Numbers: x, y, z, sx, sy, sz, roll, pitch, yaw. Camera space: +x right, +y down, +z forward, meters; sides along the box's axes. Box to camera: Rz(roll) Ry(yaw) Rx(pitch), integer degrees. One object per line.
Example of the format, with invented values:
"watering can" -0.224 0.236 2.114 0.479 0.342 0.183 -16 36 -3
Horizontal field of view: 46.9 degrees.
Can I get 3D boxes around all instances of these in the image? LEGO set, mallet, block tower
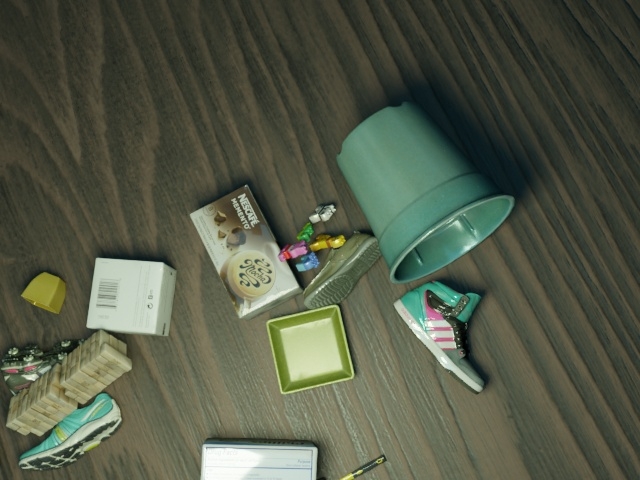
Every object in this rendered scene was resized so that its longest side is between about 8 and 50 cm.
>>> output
"LEGO set" 0.000 0.000 1.828 0.093 0.227 0.087 -10 120 36
"mallet" 0.067 0.564 1.785 0.190 0.039 0.062 -35 81 -5
"block tower" -0.611 0.348 1.795 0.335 0.091 0.097 -35 38 15

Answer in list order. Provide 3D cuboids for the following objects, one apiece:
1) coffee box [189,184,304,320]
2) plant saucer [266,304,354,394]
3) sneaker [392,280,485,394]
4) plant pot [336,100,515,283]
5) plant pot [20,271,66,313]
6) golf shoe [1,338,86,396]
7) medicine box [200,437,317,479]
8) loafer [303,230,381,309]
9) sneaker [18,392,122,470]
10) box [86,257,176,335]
"coffee box" -0.185 0.032 1.864 0.168 0.119 0.297 -27 79 0
"plant saucer" -0.024 0.272 1.841 0.188 0.045 0.188 -14 79 3
"sneaker" 0.335 0.209 1.782 0.178 0.124 0.295 -43 77 7
"plant pot" 0.226 -0.128 1.761 0.341 0.341 0.334 -31 71 0
"plant pot" -0.712 0.131 1.923 0.081 0.081 0.083 19 72 9
"golf shoe" -0.667 0.326 1.884 0.273 0.105 0.120 -4 113 -5
"medicine box" -0.149 0.614 1.714 0.264 0.149 0.289 3 79 -6
"loafer" 0.050 0.074 1.860 0.251 0.094 0.087 -43 44 -1
"sneaker" -0.628 0.487 1.852 0.275 0.107 0.110 -31 58 -5
"box" -0.477 0.145 1.873 0.182 0.119 0.181 4 80 6
